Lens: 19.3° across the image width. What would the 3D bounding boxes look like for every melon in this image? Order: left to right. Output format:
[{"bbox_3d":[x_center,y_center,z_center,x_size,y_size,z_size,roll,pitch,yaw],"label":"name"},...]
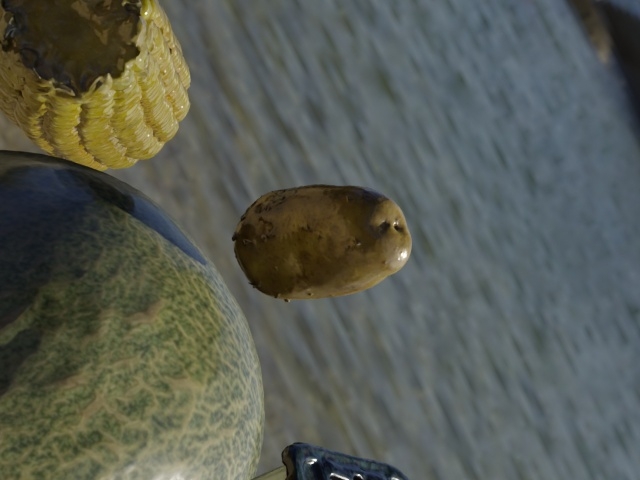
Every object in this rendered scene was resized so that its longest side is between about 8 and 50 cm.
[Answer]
[{"bbox_3d":[-0.174,0.094,0.813,0.329,0.248,0.249,-30,94,-40],"label":"melon"}]

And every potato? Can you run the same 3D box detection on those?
[{"bbox_3d":[0.000,0.000,0.819,0.040,0.083,0.051,-57,135,-53],"label":"potato"}]

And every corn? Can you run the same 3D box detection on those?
[{"bbox_3d":[-0.154,-0.119,1.246,0.131,0.131,0.344,64,-4,3],"label":"corn"}]

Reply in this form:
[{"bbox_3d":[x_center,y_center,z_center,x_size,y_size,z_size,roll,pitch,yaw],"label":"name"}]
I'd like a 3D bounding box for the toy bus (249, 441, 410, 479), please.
[{"bbox_3d":[0.008,0.168,0.602,0.087,0.089,0.194,23,47,-57],"label":"toy bus"}]
